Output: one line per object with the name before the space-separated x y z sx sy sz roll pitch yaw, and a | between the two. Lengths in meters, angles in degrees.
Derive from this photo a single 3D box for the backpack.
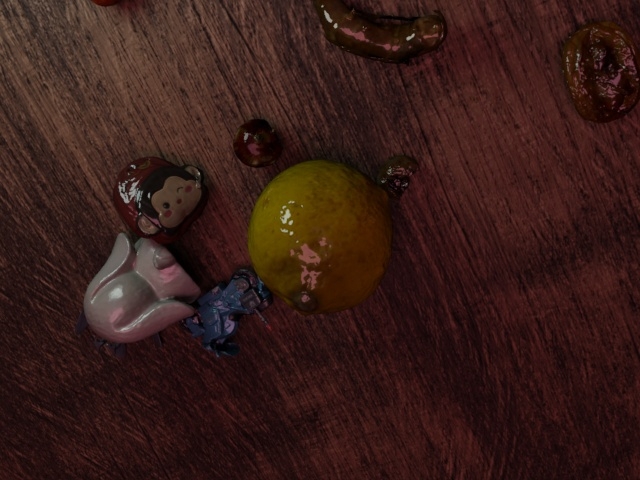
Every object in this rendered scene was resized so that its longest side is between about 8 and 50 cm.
backpack | -0.395 -0.105 1.777 0.229 0.229 0.139 31 151 -6

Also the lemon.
lemon | 0.000 0.000 1.673 0.349 0.387 0.350 11 134 11

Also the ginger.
ginger | 0.124 -0.465 1.625 0.309 0.107 0.133 11 126 6

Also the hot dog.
hot dog | 0.622 -0.365 1.614 0.160 0.099 0.227 -25 109 15

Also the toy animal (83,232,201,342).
toy animal | -0.462 0.129 1.812 0.265 0.206 0.272 -39 90 -14

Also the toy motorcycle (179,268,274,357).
toy motorcycle | -0.234 0.198 1.910 0.272 0.123 0.182 -35 93 18

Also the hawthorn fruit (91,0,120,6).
hawthorn fruit | -0.483 -0.590 1.638 0.128 0.128 0.128 2 111 5

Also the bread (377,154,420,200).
bread | 0.182 -0.153 1.760 0.082 0.060 0.113 24 113 -6

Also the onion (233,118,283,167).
onion | -0.153 -0.228 1.739 0.118 0.118 0.117 -33 82 17

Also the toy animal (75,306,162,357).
toy animal | -0.543 0.221 1.976 0.239 0.176 0.255 15 146 3
